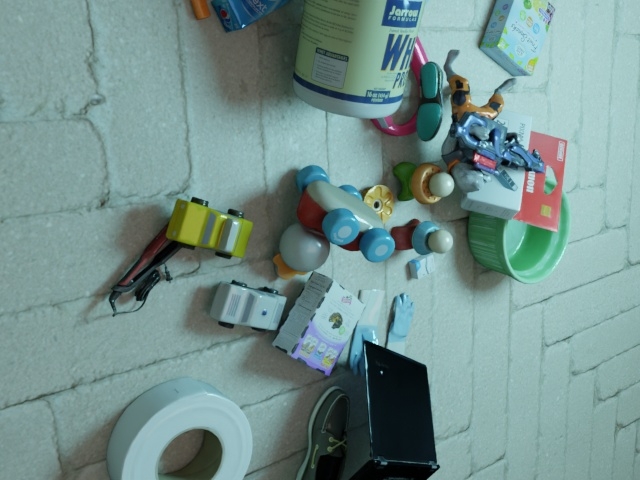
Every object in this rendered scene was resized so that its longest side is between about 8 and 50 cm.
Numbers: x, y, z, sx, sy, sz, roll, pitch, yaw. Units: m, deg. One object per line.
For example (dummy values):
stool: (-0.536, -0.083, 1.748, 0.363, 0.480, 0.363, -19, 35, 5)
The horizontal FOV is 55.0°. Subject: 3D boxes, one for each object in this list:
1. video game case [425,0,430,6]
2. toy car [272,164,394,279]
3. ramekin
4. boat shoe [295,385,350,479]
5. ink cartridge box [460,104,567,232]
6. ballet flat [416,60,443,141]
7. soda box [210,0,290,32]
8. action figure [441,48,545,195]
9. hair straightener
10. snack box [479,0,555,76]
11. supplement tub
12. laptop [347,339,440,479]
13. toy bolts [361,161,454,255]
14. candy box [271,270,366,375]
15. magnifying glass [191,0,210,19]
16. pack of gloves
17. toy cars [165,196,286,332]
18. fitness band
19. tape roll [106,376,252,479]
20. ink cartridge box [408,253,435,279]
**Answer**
video game case: (0.238, -0.684, 1.475, 0.190, 0.022, 0.173, 47, 72, -31)
toy car: (0.000, 0.000, 1.361, 0.210, 0.219, 0.238, 26, 113, -37)
ramekin: (0.561, -0.038, 1.752, 0.304, 0.148, 0.303, -7, 103, -34)
boat shoe: (0.021, 0.514, 1.507, 0.109, 0.091, 0.304, 16, 90, -37)
ink cartridge box: (0.520, -0.192, 1.607, 0.261, 0.066, 0.296, 14, 67, 1)
ballet flat: (0.270, -0.334, 1.485, 0.070, 0.070, 0.188, -4, 104, -35)
soda box: (-0.109, -0.495, 1.230, 0.210, 0.071, 0.067, -40, 120, -23)
action figure: (0.400, -0.261, 1.524, 0.341, 0.179, 0.330, 24, 70, -33)
hair straightener: (-0.321, 0.062, 1.198, 0.089, 0.047, 0.230, 49, 65, -32)
snack box: (0.542, -0.581, 1.682, 0.175, 0.070, 0.207, 21, 88, -37)
supplement tub: (0.079, -0.431, 1.224, 0.236, 0.235, 0.324, -11, 126, -34)
laptop: (0.122, 0.507, 1.546, 0.408, 0.236, 0.382, -47, 143, 9)
toy bolts: (0.231, -0.059, 1.504, 0.218, 0.159, 0.228, -28, 114, -29)
candy box: (0.001, 0.194, 1.425, 0.165, 0.070, 0.196, 41, 75, -47)
magnifying glass: (-0.256, -0.533, 1.149, 0.092, 0.026, 0.230, -29, 113, -29)
pack of gloves: (0.171, 0.247, 1.592, 0.195, 0.046, 0.231, 6, 96, -35)
toy cars: (-0.167, 0.066, 1.259, 0.176, 0.087, 0.393, -42, 128, -29)
fitness band: (0.177, -0.388, 1.473, 0.209, 0.054, 0.290, -44, 122, -24)
tape roll: (-0.286, 0.434, 1.267, 0.286, 0.100, 0.286, -7, 103, -34)
ink cartridge box: (0.278, 0.065, 1.643, 0.083, 0.028, 0.048, -25, 113, -30)
